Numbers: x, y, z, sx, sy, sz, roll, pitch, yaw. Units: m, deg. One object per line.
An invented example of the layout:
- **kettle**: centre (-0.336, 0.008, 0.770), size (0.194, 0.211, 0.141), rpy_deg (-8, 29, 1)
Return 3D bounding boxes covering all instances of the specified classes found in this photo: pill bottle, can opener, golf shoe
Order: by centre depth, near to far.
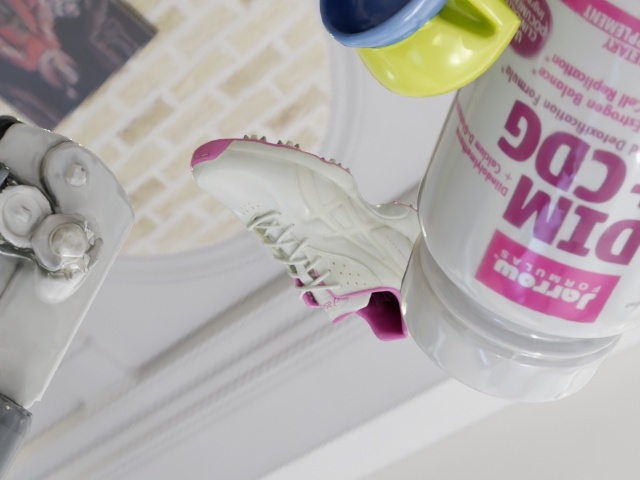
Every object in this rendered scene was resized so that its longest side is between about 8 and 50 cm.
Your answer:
- **can opener**: centre (-0.163, 0.074, 0.478), size (0.093, 0.074, 0.280), rpy_deg (-8, -128, 47)
- **pill bottle**: centre (0.146, -0.049, 0.638), size (0.160, 0.160, 0.283), rpy_deg (-77, -177, -48)
- **golf shoe**: centre (0.000, 0.000, 1.180), size (0.115, 0.306, 0.140), rpy_deg (-26, -135, 54)

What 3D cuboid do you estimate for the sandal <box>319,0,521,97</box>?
- **sandal**: centre (0.063, -0.213, 0.459), size (0.126, 0.138, 0.317), rpy_deg (43, -67, 50)
